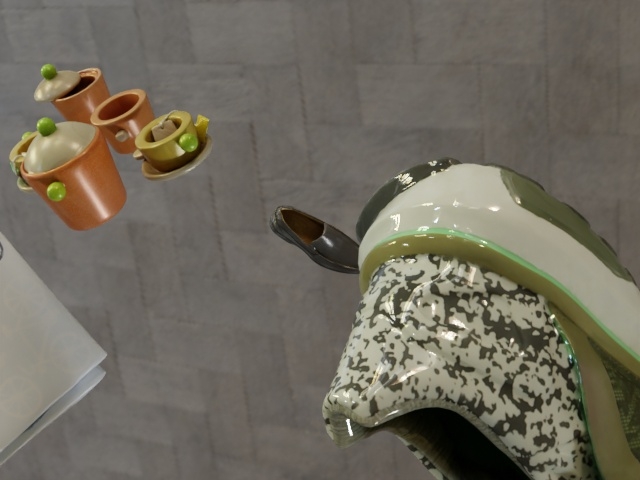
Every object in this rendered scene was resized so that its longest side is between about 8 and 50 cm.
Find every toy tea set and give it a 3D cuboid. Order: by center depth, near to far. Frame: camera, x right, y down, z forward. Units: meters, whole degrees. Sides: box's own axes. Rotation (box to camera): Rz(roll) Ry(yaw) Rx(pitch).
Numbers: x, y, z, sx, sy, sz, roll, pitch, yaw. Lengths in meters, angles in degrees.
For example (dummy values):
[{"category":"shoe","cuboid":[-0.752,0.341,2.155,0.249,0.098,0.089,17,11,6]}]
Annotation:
[{"category":"toy tea set","cuboid":[-0.279,-0.137,1.241,0.336,0.200,0.124,28,151,51]}]

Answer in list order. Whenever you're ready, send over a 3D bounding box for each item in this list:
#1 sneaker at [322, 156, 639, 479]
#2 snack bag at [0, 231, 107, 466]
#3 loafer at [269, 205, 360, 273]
[{"category":"sneaker","cuboid":[0.159,0.146,0.572,0.410,0.182,0.158,36,144,-3]},{"category":"snack bag","cuboid":[-0.369,0.078,0.750,0.323,0.342,0.037,52,149,-8]},{"category":"loafer","cuboid":[0.000,0.000,1.638,0.170,0.062,0.061,25,168,0]}]
